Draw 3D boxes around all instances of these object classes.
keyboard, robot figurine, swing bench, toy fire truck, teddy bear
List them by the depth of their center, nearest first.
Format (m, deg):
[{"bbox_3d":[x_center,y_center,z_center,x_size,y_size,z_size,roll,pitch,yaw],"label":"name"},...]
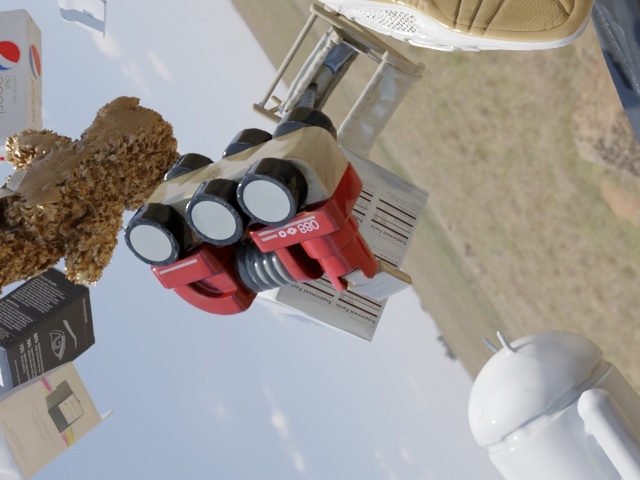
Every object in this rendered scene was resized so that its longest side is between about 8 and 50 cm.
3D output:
[{"bbox_3d":[-0.030,0.011,0.949,0.246,0.217,0.158,56,-145,-24],"label":"toy fire truck"},{"bbox_3d":[-0.320,-0.038,1.159,0.245,0.338,0.113,20,143,28],"label":"teddy bear"},{"bbox_3d":[0.327,0.261,1.222,0.353,0.199,0.300,53,162,8],"label":"robot figurine"},{"bbox_3d":[-0.339,-0.330,1.372,0.072,0.014,0.256,22,177,-13],"label":"keyboard"},{"bbox_3d":[0.040,-0.311,1.970,0.254,0.253,0.165,34,-161,2],"label":"swing bench"}]

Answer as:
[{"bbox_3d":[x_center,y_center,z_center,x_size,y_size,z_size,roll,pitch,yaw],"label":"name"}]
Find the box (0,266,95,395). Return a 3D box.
[{"bbox_3d":[-0.526,0.171,1.767,0.108,0.207,0.153,26,133,23],"label":"box"}]

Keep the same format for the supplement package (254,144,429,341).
[{"bbox_3d":[0.000,0.000,1.236,0.149,0.203,0.194,26,172,-26],"label":"supplement package"}]

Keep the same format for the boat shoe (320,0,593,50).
[{"bbox_3d":[0.113,-0.208,0.818,0.277,0.098,0.096,24,174,37],"label":"boat shoe"}]

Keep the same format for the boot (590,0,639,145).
[{"bbox_3d":[0.419,-0.323,0.997,0.445,0.367,0.146,57,173,-14],"label":"boot"}]

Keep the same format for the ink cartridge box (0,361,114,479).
[{"bbox_3d":[-0.481,0.299,1.483,0.119,0.207,0.353,63,-170,-1],"label":"ink cartridge box"}]

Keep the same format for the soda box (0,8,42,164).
[{"bbox_3d":[-0.453,-0.227,1.418,0.074,0.069,0.216,82,-178,-75],"label":"soda box"}]
